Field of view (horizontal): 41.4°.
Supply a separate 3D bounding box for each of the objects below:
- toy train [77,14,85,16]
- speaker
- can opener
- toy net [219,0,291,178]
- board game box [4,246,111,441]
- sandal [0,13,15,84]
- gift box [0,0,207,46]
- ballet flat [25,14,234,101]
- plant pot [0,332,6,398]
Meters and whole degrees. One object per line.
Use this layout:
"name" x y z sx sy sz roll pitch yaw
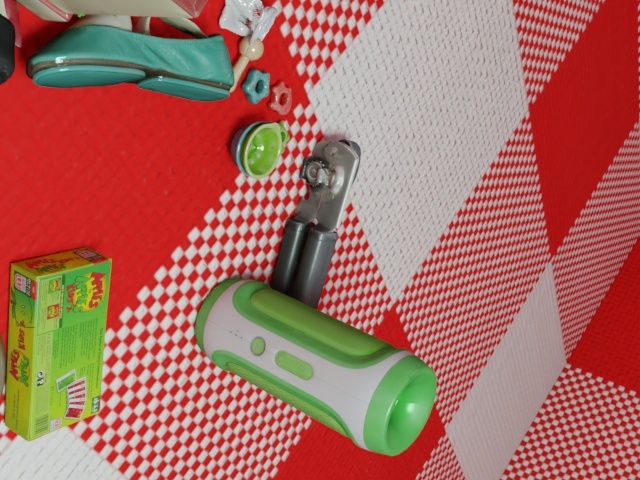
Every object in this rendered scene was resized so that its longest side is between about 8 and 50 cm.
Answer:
"toy train" -0.239 -0.211 0.732 0.083 0.023 0.017 9 93 -30
"speaker" -0.012 0.145 1.027 0.131 0.296 0.131 -31 132 -42
"can opener" 0.000 0.000 1.165 0.095 0.076 0.283 -1 110 -54
"toy net" -0.064 -0.194 0.993 0.122 0.045 0.232 -29 130 -43
"board game box" -0.270 0.105 0.871 0.092 0.043 0.181 -17 122 -53
"sandal" -0.383 -0.177 0.492 0.445 0.167 0.107 7 77 -63
"gift box" -0.177 -0.287 0.586 0.276 0.258 0.255 42 72 -44
"ballet flat" -0.182 -0.186 0.820 0.247 0.083 0.087 -6 89 -53
"plant pot" -0.380 0.147 0.755 0.236 0.032 0.236 -32 133 -43
